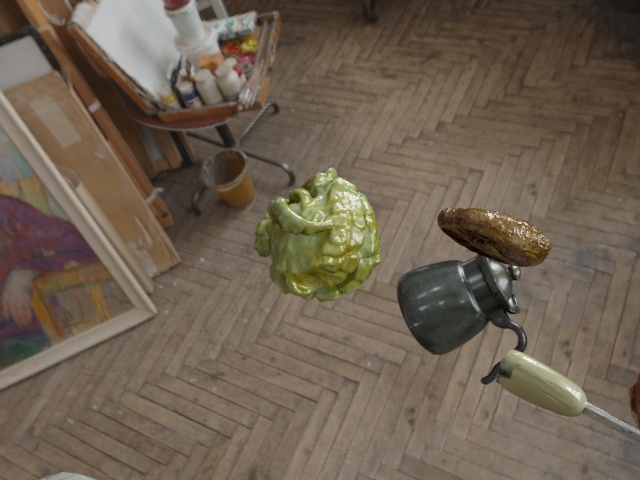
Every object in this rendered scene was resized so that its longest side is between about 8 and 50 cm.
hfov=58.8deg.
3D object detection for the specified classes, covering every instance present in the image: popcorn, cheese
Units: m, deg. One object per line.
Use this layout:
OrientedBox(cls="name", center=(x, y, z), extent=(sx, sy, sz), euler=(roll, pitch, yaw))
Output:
OrientedBox(cls="popcorn", center=(0.000, 0.000, 0.631), extent=(0.135, 0.162, 0.141), euler=(40, 101, 9))
OrientedBox(cls="cheese", center=(0.425, 0.273, 0.969), extent=(0.251, 0.127, 0.054), euler=(26, 73, 24))

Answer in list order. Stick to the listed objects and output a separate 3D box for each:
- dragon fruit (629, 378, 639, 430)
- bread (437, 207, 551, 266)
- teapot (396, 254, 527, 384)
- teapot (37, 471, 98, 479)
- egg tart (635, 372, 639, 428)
OrientedBox(cls="dragon fruit", center=(0.654, 0.308, 0.997), extent=(0.189, 0.163, 0.262), euler=(-2, 44, 12))
OrientedBox(cls="bread", center=(0.289, -0.011, 0.948), extent=(0.193, 0.193, 0.064), euler=(21, 85, 26))
OrientedBox(cls="teapot", center=(0.357, 0.157, 1.359), extent=(0.285, 0.223, 0.305), euler=(-31, 38, 23))
OrientedBox(cls="teapot", center=(-0.188, 0.271, 0.330), extent=(0.163, 0.178, 0.221), euler=(-40, 73, 23))
OrientedBox(cls="egg tart", center=(0.494, 0.207, 0.695), extent=(0.202, 0.202, 0.147), euler=(-54, 25, -20))
